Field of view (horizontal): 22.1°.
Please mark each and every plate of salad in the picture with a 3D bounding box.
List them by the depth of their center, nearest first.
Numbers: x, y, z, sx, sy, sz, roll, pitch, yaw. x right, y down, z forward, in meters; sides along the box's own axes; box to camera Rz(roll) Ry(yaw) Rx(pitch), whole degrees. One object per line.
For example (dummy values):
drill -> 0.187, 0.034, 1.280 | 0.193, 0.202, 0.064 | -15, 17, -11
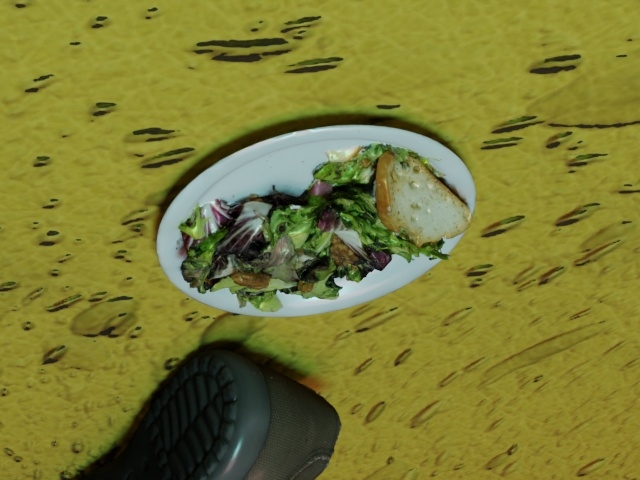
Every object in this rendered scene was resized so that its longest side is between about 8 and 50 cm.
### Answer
plate of salad -> 0.000, 0.000, 1.002 | 0.200, 0.048, 0.200 | -9, 147, -6

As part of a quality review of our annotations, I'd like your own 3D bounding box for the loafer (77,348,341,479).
loafer -> -0.103, 0.220, 1.213 | 0.130, 0.133, 0.366 | 12, 139, -32
